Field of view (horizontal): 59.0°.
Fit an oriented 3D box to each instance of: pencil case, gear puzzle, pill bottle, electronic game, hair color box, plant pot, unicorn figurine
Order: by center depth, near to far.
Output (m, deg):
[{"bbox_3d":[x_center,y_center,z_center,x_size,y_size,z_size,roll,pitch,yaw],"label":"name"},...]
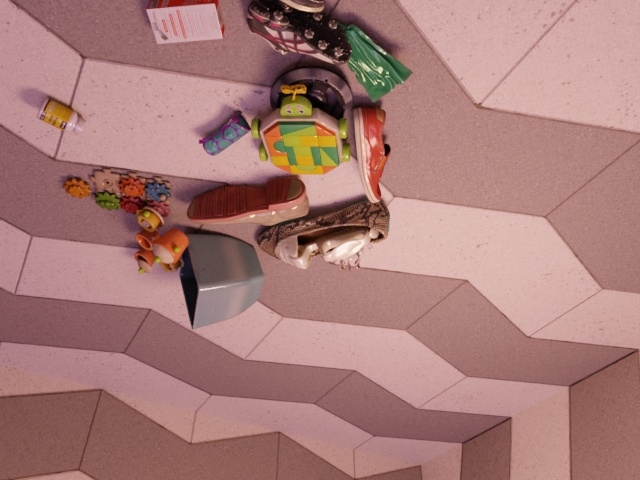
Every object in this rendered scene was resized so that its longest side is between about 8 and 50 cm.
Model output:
[{"bbox_3d":[-0.328,-0.541,1.385,0.167,0.053,0.093,-4,139,3],"label":"hair color box"},{"bbox_3d":[-0.025,-0.385,1.557,0.229,0.048,0.229,2,146,1],"label":"electronic game"},{"bbox_3d":[-0.726,-0.346,1.592,0.116,0.065,0.065,25,132,-25],"label":"pill bottle"},{"bbox_3d":[-0.275,-0.306,1.634,0.152,0.064,0.070,-30,146,28],"label":"pencil case"},{"bbox_3d":[-0.654,-0.149,1.822,0.339,0.044,0.175,9,137,-9],"label":"gear puzzle"},{"bbox_3d":[-0.342,0.131,1.996,0.252,0.247,0.247,-6,142,-24],"label":"plant pot"},{"bbox_3d":[0.128,0.050,2.009,0.162,0.111,0.060,-8,149,31],"label":"unicorn figurine"}]

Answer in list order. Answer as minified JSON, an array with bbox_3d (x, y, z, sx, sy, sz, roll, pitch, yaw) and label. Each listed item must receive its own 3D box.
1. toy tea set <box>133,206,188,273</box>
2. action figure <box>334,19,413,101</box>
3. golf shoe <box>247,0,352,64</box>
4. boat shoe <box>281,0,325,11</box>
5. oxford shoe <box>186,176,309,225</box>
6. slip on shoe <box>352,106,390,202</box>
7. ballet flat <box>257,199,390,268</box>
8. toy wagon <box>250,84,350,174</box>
[{"bbox_3d":[-0.561,0.043,1.903,0.200,0.124,0.336,34,145,3],"label":"toy tea set"},{"bbox_3d":[0.111,-0.475,1.449,0.137,0.063,0.232,-33,121,33],"label":"action figure"},{"bbox_3d":[-0.051,-0.506,1.389,0.273,0.105,0.120,28,156,-8],"label":"golf shoe"},{"bbox_3d":[-0.084,-0.601,1.298,0.224,0.080,0.073,20,139,-15],"label":"boat shoe"},{"bbox_3d":[-0.229,-0.091,1.820,0.397,0.140,0.146,-6,144,10],"label":"oxford shoe"},{"bbox_3d":[0.159,-0.244,1.668,0.101,0.123,0.331,-8,132,3],"label":"slip on shoe"},{"bbox_3d":[0.000,0.000,1.883,0.483,0.182,0.164,-15,136,17],"label":"ballet flat"},{"bbox_3d":[-0.057,-0.297,1.579,0.267,0.068,0.344,1,155,7],"label":"toy wagon"}]
